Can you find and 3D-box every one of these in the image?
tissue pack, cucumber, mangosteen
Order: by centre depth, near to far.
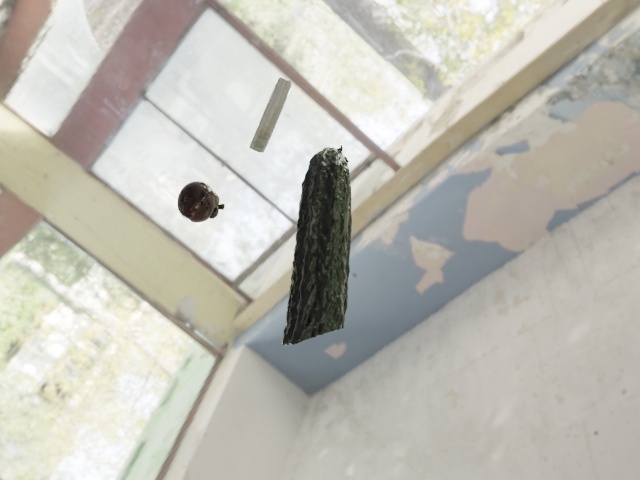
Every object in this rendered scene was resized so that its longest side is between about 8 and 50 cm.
[{"bbox_3d":[0.001,0.000,0.838,0.077,0.077,0.265,-28,-126,59],"label":"cucumber"},{"bbox_3d":[-0.070,-0.176,0.980,0.056,0.023,0.108,-105,-142,-81],"label":"tissue pack"},{"bbox_3d":[-0.232,-0.073,1.320,0.081,0.081,0.081,-46,-167,14],"label":"mangosteen"}]
